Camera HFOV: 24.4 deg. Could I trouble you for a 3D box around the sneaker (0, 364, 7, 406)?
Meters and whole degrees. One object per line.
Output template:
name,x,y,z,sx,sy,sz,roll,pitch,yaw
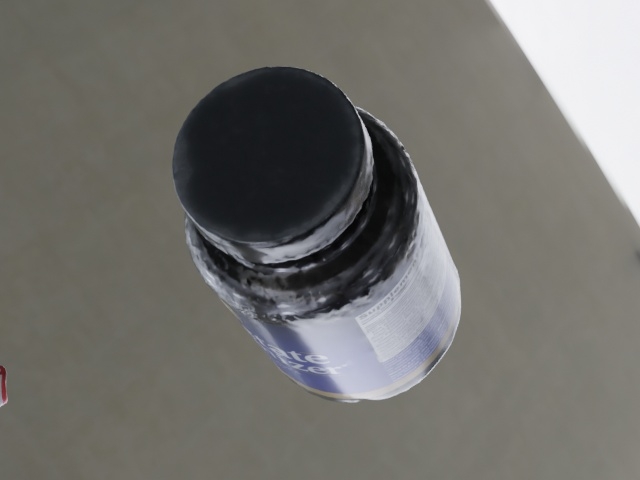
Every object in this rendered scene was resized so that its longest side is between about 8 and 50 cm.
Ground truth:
sneaker,-0.348,0.120,1.431,0.067,0.042,0.118,-31,-86,-33

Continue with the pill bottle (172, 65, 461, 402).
pill bottle,0.000,0.000,0.782,0.219,0.123,0.122,58,-163,-63
